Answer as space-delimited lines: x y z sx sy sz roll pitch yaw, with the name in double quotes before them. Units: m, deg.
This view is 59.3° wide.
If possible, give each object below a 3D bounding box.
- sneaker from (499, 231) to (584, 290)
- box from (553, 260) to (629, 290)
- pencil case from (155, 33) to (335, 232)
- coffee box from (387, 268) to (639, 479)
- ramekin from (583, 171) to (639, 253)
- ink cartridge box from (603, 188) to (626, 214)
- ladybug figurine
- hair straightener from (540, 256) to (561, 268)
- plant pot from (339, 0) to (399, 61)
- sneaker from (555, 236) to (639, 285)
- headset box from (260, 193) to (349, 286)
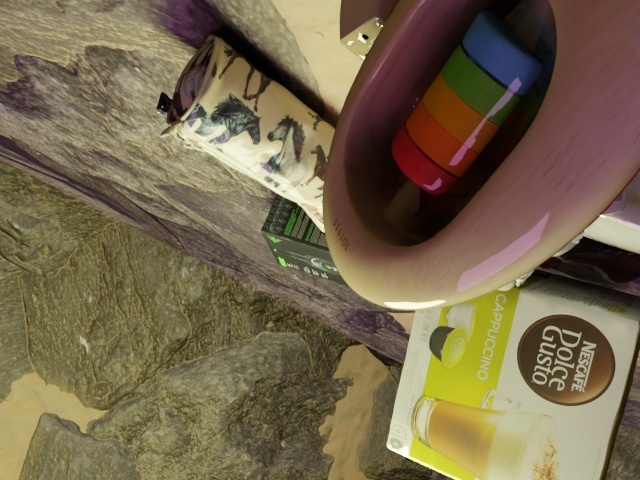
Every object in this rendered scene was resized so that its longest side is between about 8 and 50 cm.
"sneaker" 0.286 0.021 0.801 0.099 0.121 0.262 22 -176 8
"box" 0.446 0.009 1.091 0.323 0.063 0.067 23 167 -7
"pencil case" -0.075 -0.159 0.986 0.410 0.184 0.160 32 176 -34
"coffee box" 0.368 0.235 1.017 0.334 0.338 0.338 15 -171 31
"ramekin" 0.387 -0.068 0.719 0.272 0.127 0.273 20 -177 -1
"ink cartridge box" 0.231 -0.130 0.635 0.056 0.181 0.224 -6 -168 -33
"ladybug figurine" 0.164 -0.116 0.525 0.161 0.305 0.449 5 139 -34
"hair straightener" 0.361 -0.047 0.980 0.047 0.089 0.230 -14 135 45
"plant pot" 0.083 -0.260 0.654 0.109 0.096 0.109 30 161 -26
"sneaker" 0.505 -0.010 0.945 0.281 0.107 0.162 20 158 -29
"headset box" 0.000 0.000 1.457 0.283 0.131 0.246 18 162 12
